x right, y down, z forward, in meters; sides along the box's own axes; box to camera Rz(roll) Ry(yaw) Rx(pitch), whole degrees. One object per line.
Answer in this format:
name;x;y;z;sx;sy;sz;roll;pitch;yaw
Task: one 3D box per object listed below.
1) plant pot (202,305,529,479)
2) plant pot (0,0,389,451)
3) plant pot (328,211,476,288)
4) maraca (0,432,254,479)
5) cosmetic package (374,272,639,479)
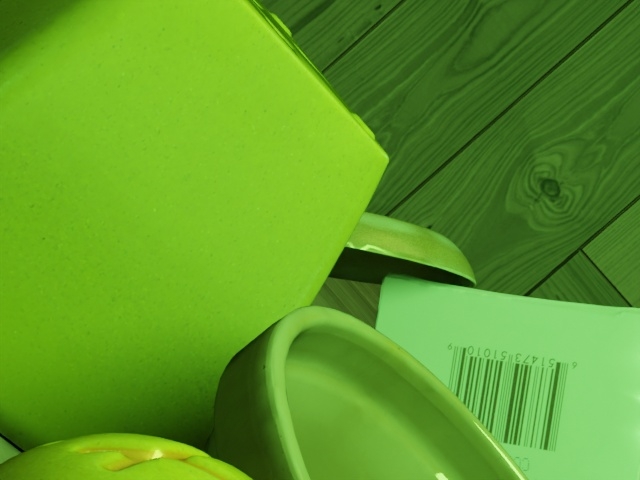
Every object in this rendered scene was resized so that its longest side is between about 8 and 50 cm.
plant pot;0.022;0.150;0.683;0.237;0.109;0.237;45;18;-19
plant pot;-0.100;-0.045;0.782;0.212;0.187;0.212;45;7;-35
plant pot;0.000;0.000;1.343;0.236;0.032;0.236;10;-6;1
maraca;-0.060;0.107;0.532;0.127;0.099;0.185;44;-19;-19
cosmetic package;0.178;0.137;1.461;0.217;0.156;0.385;8;-6;15
